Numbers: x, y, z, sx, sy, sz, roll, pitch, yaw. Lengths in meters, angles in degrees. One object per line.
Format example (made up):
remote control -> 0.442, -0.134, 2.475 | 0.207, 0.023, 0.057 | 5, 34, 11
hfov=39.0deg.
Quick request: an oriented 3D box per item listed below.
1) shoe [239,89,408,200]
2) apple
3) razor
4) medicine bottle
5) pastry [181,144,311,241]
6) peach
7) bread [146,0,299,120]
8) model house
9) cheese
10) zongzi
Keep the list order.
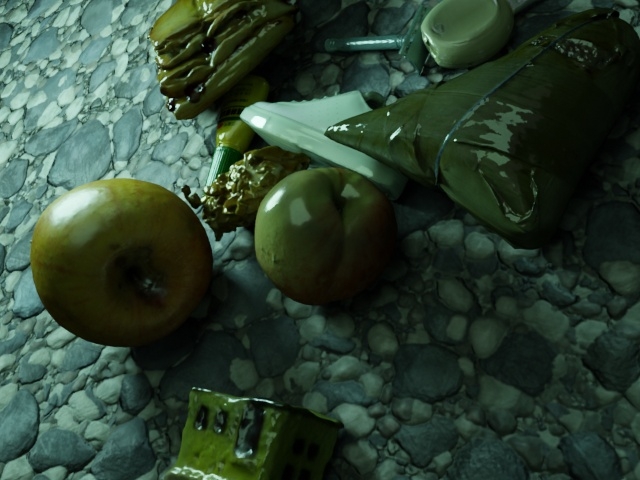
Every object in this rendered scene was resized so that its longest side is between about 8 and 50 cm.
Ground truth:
shoe -> 0.023, -0.201, 1.527 | 0.363, 0.132, 0.160 | 27, 81, 37
apple -> -0.341, 0.032, 1.539 | 0.299, 0.299, 0.275 | -52, 20, -3
razor -> 0.101, -0.354, 1.617 | 0.232, 0.068, 0.106 | 10, 68, 44
medicine bottle -> -0.162, -0.187, 1.683 | 0.095, 0.064, 0.260 | -3, 63, 38
pastry -> -0.130, -0.077, 1.516 | 0.250, 0.154, 0.102 | -26, 84, 46
peach -> 0.000, 0.000, 1.379 | 0.233, 0.232, 0.232 | -16, 56, 26
bread -> -0.205, -0.399, 1.724 | 0.324, 0.167, 0.277 | -43, 26, 6
model house -> -0.099, 0.341, 1.281 | 0.194, 0.175, 0.234 | 4, 76, 35
cheese -> 0.278, -0.370, 1.492 | 0.228, 0.064, 0.137 | -29, 58, 0
zongzi -> 0.244, -0.217, 1.332 | 0.393, 0.174, 0.356 | 30, 80, 31
